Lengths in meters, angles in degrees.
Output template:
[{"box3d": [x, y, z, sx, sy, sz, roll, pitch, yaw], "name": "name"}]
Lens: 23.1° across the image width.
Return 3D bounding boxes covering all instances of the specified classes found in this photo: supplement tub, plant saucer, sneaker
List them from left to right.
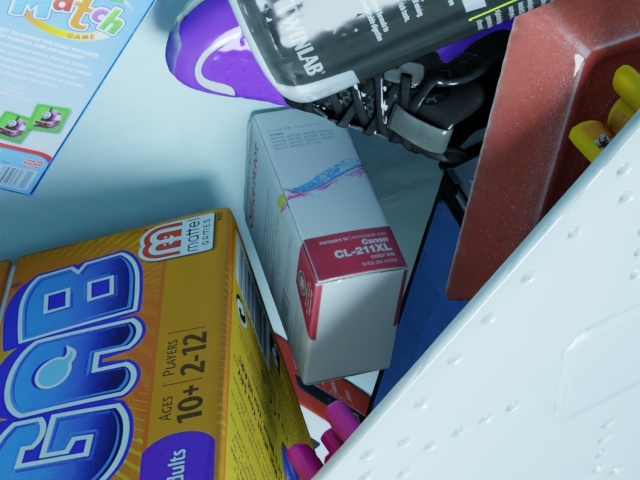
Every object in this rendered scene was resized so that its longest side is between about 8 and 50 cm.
[{"box3d": [0.044, -0.119, 1.092, 0.293, 0.146, 0.102, -5, 142, -18], "name": "sneaker"}, {"box3d": [0.087, -0.225, 0.944, 0.316, 0.193, 0.193, -22, 142, 5], "name": "supplement tub"}, {"box3d": [0.220, -0.080, 1.133, 0.258, 0.048, 0.259, -20, 135, -35], "name": "plant saucer"}]

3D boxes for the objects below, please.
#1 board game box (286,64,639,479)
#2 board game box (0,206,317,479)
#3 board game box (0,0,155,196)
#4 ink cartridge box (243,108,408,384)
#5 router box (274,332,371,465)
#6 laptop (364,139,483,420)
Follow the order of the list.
[{"box3d": [0.212, 0.069, 1.172, 0.390, 0.050, 0.390, 15, 121, -48], "name": "board game box"}, {"box3d": [-0.189, 0.249, 1.170, 0.356, 0.356, 0.356, -14, 121, 6], "name": "board game box"}, {"box3d": [-0.227, -0.126, 1.067, 0.160, 0.039, 0.211, 13, 133, -32], "name": "board game box"}, {"box3d": [0.000, 0.000, 1.200, 0.072, 0.175, 0.127, -10, 142, -14], "name": "ink cartridge box"}, {"box3d": [-0.150, 0.206, 1.465, 0.335, 0.082, 0.301, -32, 140, 17], "name": "router box"}, {"box3d": [0.249, 0.090, 1.357, 0.408, 0.236, 0.382, -26, 142, 10], "name": "laptop"}]
